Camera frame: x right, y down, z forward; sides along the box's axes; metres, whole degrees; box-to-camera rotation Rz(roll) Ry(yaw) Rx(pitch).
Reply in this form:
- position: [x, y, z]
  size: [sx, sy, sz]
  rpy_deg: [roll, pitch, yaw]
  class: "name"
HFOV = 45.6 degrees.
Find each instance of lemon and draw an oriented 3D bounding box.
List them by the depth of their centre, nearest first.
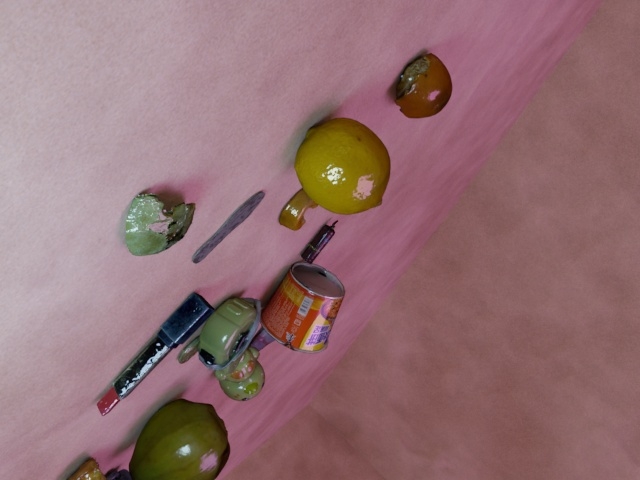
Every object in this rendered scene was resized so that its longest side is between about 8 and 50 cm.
- position: [0.047, -0.138, 1.459]
  size: [0.178, 0.203, 0.178]
  rpy_deg: [-44, -168, 11]
  class: "lemon"

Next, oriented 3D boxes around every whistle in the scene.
- position: [-0.221, 0.365, 2.126]
  size: [0.141, 0.141, 0.294]
  rpy_deg: [-43, 164, -20]
  class: "whistle"

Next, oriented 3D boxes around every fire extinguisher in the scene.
- position: [0.000, 0.000, 2.009]
  size: [0.132, 0.039, 0.056]
  rpy_deg: [-52, 175, 14]
  class: "fire extinguisher"

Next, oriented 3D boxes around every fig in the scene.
- position: [-0.369, 0.540, 1.972]
  size: [0.271, 0.239, 0.239]
  rpy_deg: [-28, 161, -15]
  class: "fig"

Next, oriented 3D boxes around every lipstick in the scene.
- position: [-0.348, 0.238, 1.580]
  size: [0.312, 0.051, 0.051]
  rpy_deg: [-46, 167, -1]
  class: "lipstick"

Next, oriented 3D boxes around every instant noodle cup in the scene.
- position: [-0.039, 0.172, 2.044]
  size: [0.213, 0.213, 0.174]
  rpy_deg: [-22, 143, -61]
  class: "instant noodle cup"

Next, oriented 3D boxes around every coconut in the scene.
- position: [-0.246, -0.019, 1.181]
  size: [0.133, 0.055, 0.158]
  rpy_deg: [-56, 163, 22]
  class: "coconut"

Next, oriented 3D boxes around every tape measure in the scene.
- position: [-0.212, 0.222, 1.801]
  size: [0.200, 0.106, 0.175]
  rpy_deg: [-58, 166, 3]
  class: "tape measure"

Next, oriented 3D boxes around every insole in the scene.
- position: [-0.176, -0.026, 1.469]
  size: [0.193, 0.006, 0.065]
  rpy_deg: [-45, 166, -10]
  class: "insole"

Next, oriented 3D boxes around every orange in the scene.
- position: [0.233, -0.333, 1.689]
  size: [0.170, 0.112, 0.160]
  rpy_deg: [-52, 171, -39]
  class: "orange"

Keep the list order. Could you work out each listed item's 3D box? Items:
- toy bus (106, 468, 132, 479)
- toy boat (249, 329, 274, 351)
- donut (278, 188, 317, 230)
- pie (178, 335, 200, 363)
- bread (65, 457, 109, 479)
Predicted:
- position: [-0.589, 0.717, 2.000]
  size: [0.246, 0.113, 0.134]
  rpy_deg: [-27, 159, -51]
  class: "toy bus"
- position: [-0.114, 0.251, 2.293]
  size: [0.282, 0.096, 0.206]
  rpy_deg: [-33, 157, -9]
  class: "toy boat"
- position: [-0.045, -0.068, 1.685]
  size: [0.108, 0.043, 0.097]
  rpy_deg: [-55, 166, 11]
  class: "donut"
- position: [-0.308, 0.262, 1.821]
  size: [0.085, 0.017, 0.085]
  rpy_deg: [-44, 166, -14]
  class: "pie"
- position: [-0.543, 0.615, 1.800]
  size: [0.139, 0.143, 0.229]
  rpy_deg: [-42, 163, -26]
  class: "bread"
